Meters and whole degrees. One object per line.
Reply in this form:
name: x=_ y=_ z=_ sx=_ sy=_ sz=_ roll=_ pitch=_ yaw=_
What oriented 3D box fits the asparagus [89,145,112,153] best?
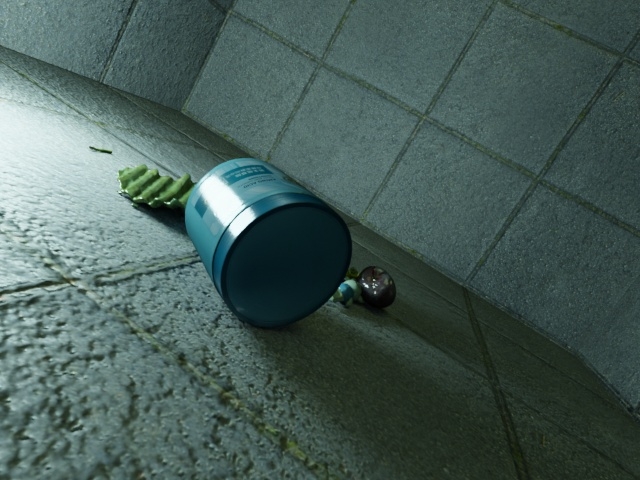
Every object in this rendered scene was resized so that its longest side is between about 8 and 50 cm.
asparagus: x=-0.817 y=-0.337 z=1.569 sx=0.014 sy=0.015 sz=0.114 roll=35 pitch=12 yaw=10

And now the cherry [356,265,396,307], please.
cherry: x=0.214 y=0.183 z=1.627 sx=0.176 sy=0.140 sz=0.176 roll=54 pitch=-11 yaw=15

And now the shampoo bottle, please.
shampoo bottle: x=-0.147 y=-0.010 z=1.086 sx=0.331 sy=0.331 sz=0.343 roll=21 pitch=14 yaw=-38

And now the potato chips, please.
potato chips: x=-0.474 y=-0.143 z=1.414 sx=0.374 sy=0.097 sz=0.389 roll=20 pitch=15 yaw=-37

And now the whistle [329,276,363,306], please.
whistle: x=0.087 y=0.180 z=1.489 sx=0.113 sy=0.077 sz=0.236 roll=60 pitch=23 yaw=14

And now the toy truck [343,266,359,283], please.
toy truck: x=0.104 y=0.135 z=1.699 sx=0.111 sy=0.076 sz=0.076 roll=19 pitch=16 yaw=-43
